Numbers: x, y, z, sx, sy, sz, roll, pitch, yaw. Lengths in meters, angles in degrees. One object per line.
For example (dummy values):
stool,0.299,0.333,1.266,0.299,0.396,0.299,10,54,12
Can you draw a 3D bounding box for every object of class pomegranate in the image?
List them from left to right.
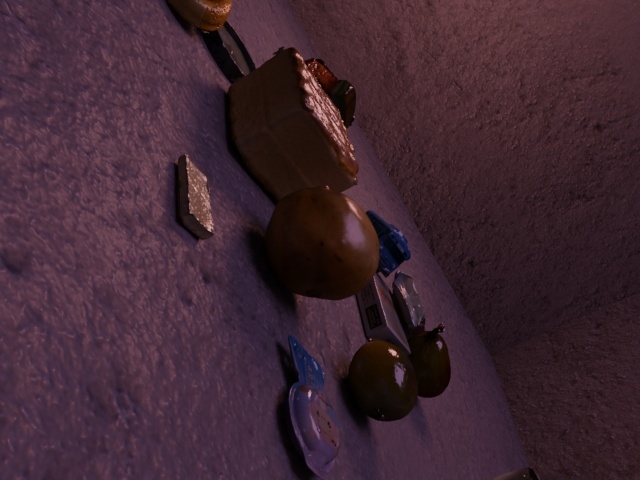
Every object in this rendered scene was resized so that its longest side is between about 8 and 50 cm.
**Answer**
pomegranate,-0.001,0.007,1.218,0.233,0.233,0.233,56,16,-25

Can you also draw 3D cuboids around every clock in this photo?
clock,-0.232,-0.487,1.629,0.215,0.041,0.215,56,16,-25

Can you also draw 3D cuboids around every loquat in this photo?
loquat,0.126,0.283,1.305,0.152,0.152,0.195,52,26,-35

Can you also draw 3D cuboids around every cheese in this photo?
cheese,-0.014,0.269,1.016,0.135,0.052,0.245,53,18,-33

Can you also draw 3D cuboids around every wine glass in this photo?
wine glass,0.521,0.720,1.774,0.111,0.204,0.111,51,19,-25

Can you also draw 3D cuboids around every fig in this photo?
fig,0.293,0.310,1.722,0.274,0.145,0.170,95,-8,-46

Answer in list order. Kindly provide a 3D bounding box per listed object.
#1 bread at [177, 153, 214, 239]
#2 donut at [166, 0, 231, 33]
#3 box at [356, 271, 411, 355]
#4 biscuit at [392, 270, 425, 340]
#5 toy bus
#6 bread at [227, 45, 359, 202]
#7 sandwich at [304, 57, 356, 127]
bread,-0.204,-0.071,1.017,0.068,0.028,0.154,49,19,-44
donut,-0.273,-0.557,1.462,0.146,0.078,0.181,57,31,4
box,0.163,0.194,1.731,0.155,0.067,0.243,52,17,-41
biscuit,0.267,0.229,1.896,0.309,0.079,0.186,80,-3,-62
toy bus,0.169,0.004,1.869,0.116,0.133,0.234,53,-1,-24
bread,-0.064,-0.248,1.461,0.279,0.207,0.279,51,18,-43
sandwich,-0.018,-0.506,2.204,0.301,0.162,0.250,48,-23,11
